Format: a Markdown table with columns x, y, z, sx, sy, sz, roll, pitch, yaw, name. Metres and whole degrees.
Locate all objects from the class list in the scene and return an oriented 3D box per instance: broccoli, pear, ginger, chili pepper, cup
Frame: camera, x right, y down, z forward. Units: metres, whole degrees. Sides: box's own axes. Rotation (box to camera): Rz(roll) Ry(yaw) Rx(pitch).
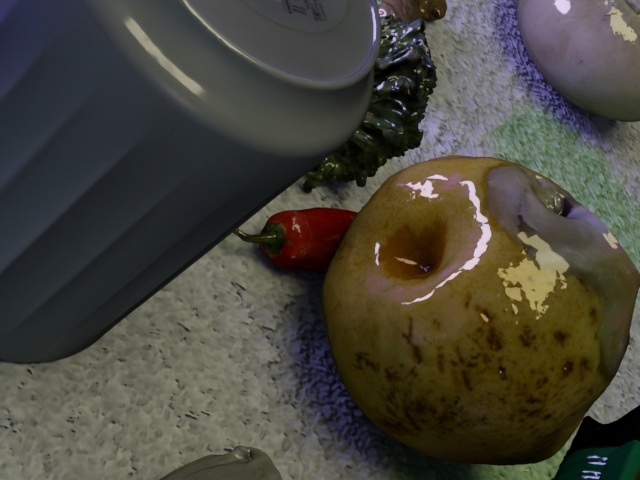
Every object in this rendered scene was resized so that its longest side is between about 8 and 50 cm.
| x | y | z | sx | sy | sz | roll | pitch | yaw | name |
| --- | --- | --- | --- | --- | --- | --- | --- | --- | --- |
| -0.040 | -0.153 | 1.232 | 0.304 | 0.145 | 0.165 | 8 | 50 | -27 | broccoli |
| 0.133 | 0.063 | 1.146 | 0.271 | 0.271 | 0.271 | 26 | 44 | -29 | pear |
| 0.097 | -0.246 | 1.496 | 0.069 | 0.051 | 0.173 | 48 | 40 | -11 | ginger |
| 0.000 | 0.001 | 1.196 | 0.191 | 0.050 | 0.059 | 1 | 104 | -42 | chili pepper |
| -0.120 | -0.109 | 0.939 | 0.237 | 0.327 | 0.323 | 48 | 36 | -5 | cup |

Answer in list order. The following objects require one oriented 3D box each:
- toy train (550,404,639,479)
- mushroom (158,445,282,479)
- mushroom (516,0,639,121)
| x | y | z | sx | sy | sz | roll | pitch | yaw | name |
| --- | --- | --- | --- | --- | --- | --- | --- | --- | --- |
| 0.221 | 0.263 | 0.963 | 0.249 | 0.178 | 0.429 | 38 | 41 | 2 | toy train |
| -0.127 | 0.237 | 0.847 | 0.109 | 0.097 | 0.351 | 51 | 41 | 3 | mushroom |
| 0.362 | -0.272 | 1.667 | 0.246 | 0.202 | 0.246 | 31 | 32 | -22 | mushroom |
